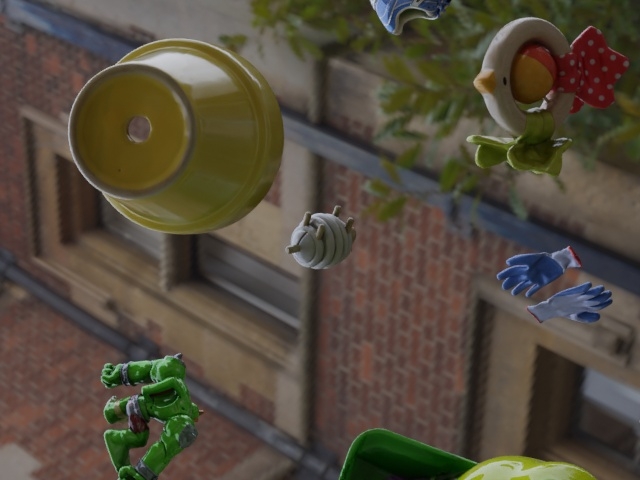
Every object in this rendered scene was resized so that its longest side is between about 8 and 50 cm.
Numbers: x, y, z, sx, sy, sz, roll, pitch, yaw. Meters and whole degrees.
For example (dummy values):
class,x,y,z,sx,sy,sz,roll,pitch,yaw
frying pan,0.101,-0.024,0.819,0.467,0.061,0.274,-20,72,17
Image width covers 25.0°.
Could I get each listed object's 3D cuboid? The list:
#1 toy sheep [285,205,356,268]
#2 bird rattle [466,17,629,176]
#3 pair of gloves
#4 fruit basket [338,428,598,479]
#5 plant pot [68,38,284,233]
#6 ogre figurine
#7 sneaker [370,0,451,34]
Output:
class,x,y,z,sx,sy,sz,roll,pitch,yaw
toy sheep,0.000,0.000,2.110,0.132,0.091,0.091,-9,-62,-38
bird rattle,0.305,-0.210,1.962,0.253,0.143,0.207,-51,-55,-14
pair of gloves,0.412,0.086,2.522,0.198,0.159,0.023,47,-140,-30
fruit basket,0.177,0.348,1.511,0.392,0.392,0.283,23,-94,-53
plant pot,-0.193,-0.132,1.808,0.239,0.254,0.254,-8,-59,-78
ogre figurine,-0.217,0.223,1.847,0.118,0.197,0.097,-26,-62,12
sneaker,0.176,-0.372,2.124,0.080,0.211,0.081,18,-128,-63
